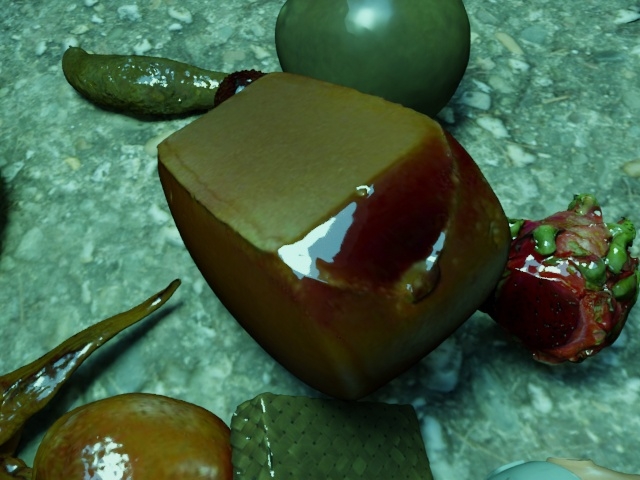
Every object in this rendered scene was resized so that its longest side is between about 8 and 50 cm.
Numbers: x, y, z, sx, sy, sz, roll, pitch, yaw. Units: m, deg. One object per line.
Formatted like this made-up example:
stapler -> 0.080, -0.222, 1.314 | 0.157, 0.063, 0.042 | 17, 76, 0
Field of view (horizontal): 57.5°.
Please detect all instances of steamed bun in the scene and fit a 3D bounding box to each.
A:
steamed bun -> 0.000, 0.000, 0.599 | 0.235, 0.248, 0.379 | -37, 39, -15

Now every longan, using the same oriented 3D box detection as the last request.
longan -> 0.067, -0.259, 0.778 | 0.258, 0.258, 0.258 | -4, 55, 6

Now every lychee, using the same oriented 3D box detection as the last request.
lychee -> -0.093, -0.181, 0.830 | 0.129, 0.123, 0.123 | 12, 57, 1

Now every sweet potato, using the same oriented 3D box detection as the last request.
sweet potato -> -0.285, -0.251, 0.923 | 0.342, 0.092, 0.114 | 12, 41, 16

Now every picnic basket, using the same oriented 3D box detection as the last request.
picnic basket -> 0.017, 0.192, 0.525 | 0.194, 0.055, 0.110 | 12, 47, -27

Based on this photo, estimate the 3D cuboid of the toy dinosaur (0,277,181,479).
toy dinosaur -> -0.336, 0.197, 0.617 | 0.433, 0.097, 0.208 | -17, 45, -8

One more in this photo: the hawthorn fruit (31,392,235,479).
hawthorn fruit -> -0.144, 0.233, 0.526 | 0.226, 0.196, 0.196 | 5, 51, -23

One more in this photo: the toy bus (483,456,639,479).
toy bus -> 0.235, 0.293, 0.406 | 0.232, 0.194, 0.287 | -8, 53, -7

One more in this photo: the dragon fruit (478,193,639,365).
dragon fruit -> 0.249, 0.031, 0.606 | 0.160, 0.166, 0.172 | -25, 7, 38
